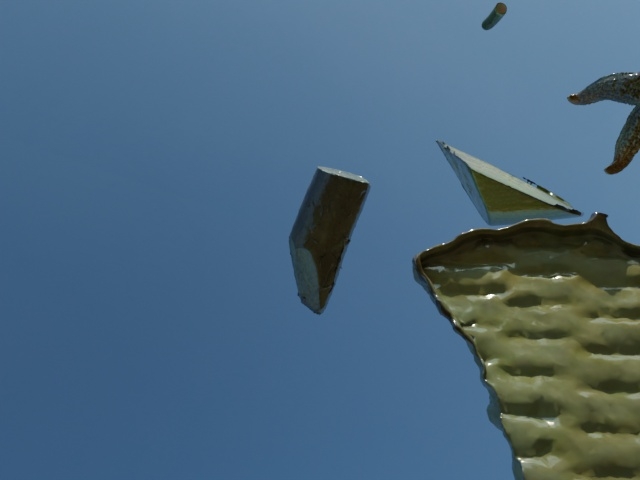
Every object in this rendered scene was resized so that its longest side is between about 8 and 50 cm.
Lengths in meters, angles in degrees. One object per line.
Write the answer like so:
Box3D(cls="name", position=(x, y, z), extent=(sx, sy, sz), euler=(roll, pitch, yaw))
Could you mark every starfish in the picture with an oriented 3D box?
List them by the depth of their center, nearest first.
Box3D(cls="starfish", position=(0.409, -0.162, 0.769), extent=(0.176, 0.053, 0.208), euler=(46, -64, 7))

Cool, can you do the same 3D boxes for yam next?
Box3D(cls="yam", position=(0.000, 0.000, 1.105), extent=(0.106, 0.106, 0.259), euler=(9, -68, -30))

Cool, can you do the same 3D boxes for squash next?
Box3D(cls="squash", position=(0.326, -0.106, 1.124), extent=(0.155, 0.237, 0.204), euler=(-28, -72, 10))
Box3D(cls="squash", position=(0.360, -0.463, 1.366), extent=(0.028, 0.083, 0.027), euler=(1, -99, -8))

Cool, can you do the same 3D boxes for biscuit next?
Box3D(cls="biscuit", position=(0.178, 0.087, 0.357), extent=(0.187, 0.273, 0.036), euler=(-15, -40, -2))
